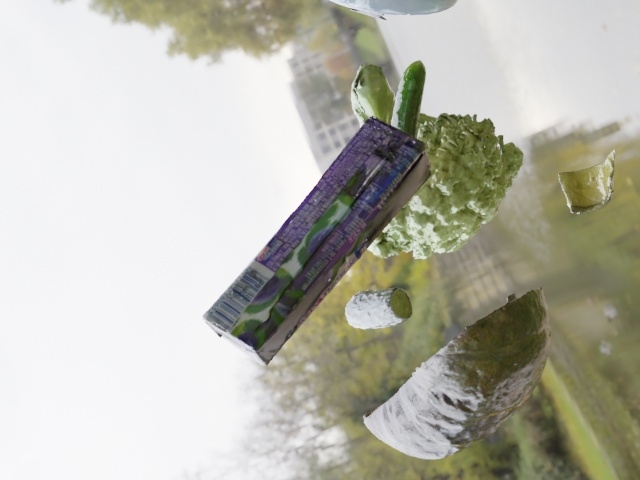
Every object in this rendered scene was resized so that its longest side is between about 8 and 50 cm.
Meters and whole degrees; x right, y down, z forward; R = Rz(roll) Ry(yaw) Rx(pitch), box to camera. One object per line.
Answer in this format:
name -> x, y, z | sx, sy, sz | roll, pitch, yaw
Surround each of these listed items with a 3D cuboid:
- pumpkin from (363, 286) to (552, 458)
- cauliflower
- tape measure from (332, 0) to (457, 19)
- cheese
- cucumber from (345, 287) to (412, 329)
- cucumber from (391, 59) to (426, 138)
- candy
pumpkin -> 0.182, 0.173, 1.389 | 0.111, 0.278, 0.163 | 58, 179, 22
cauliflower -> 0.144, -0.097, 1.725 | 0.281, 0.327, 0.260 | -120, 26, -50
tape measure -> 0.075, -0.312, 1.268 | 0.182, 0.181, 0.107 | 27, 127, 30
cheese -> 0.355, -0.076, 1.462 | 0.041, 0.084, 0.060 | 21, -132, -41
cucumber -> 0.089, 0.104, 1.740 | 0.112, 0.064, 0.064 | -15, 100, 56
cucumber -> 0.107, -0.153, 1.434 | 0.037, 0.037, 0.155 | 24, -105, -82
candy -> 0.000, 0.000, 1.276 | 0.088, 0.312, 0.061 | 33, 166, 31
